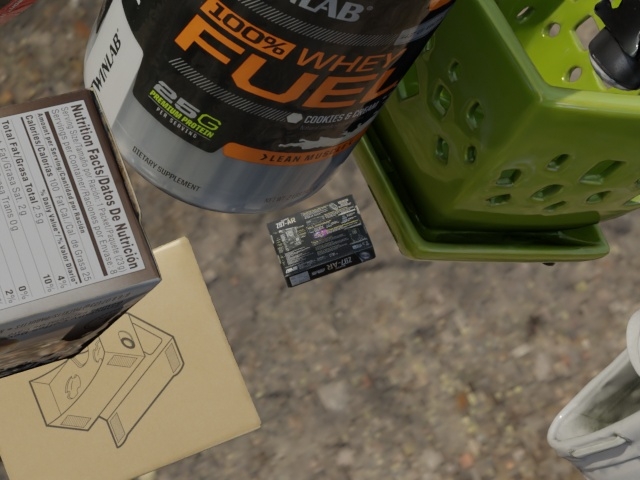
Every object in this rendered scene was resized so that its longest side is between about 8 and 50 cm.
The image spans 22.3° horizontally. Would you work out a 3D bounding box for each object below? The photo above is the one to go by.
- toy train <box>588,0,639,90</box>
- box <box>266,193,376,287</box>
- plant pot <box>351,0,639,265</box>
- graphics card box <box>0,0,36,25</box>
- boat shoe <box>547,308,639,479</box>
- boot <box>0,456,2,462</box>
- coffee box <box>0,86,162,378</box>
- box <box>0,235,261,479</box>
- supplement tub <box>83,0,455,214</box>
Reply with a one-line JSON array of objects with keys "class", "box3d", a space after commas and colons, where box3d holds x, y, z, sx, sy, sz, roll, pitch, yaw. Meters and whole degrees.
[{"class": "toy train", "box3d": [0.190, -0.123, 0.648, 0.105, 0.184, 0.080, 19, 32, -41]}, {"class": "box", "box3d": [0.000, 0.000, 1.442, 0.018, 0.083, 0.067, 73, -3, -50]}, {"class": "plant pot", "box3d": [0.143, -0.108, 1.200, 0.227, 0.207, 0.228, 1, 49, -36]}, {"class": "graphics card box", "box3d": [-0.383, -0.163, 1.072, 0.371, 0.232, 0.094, -12, 79, -55]}, {"class": "boat shoe", "box3d": [0.194, 0.060, 0.813, 0.084, 0.258, 0.095, 28, 46, -2]}, {"class": "boot", "box3d": [-0.320, 0.185, 1.530, 0.112, 0.305, 0.115, 64, 10, 22]}, {"class": "coffee box", "box3d": [-0.214, 0.025, 0.714, 0.246, 0.141, 0.098, -16, 80, -31]}, {"class": "box", "box3d": [-0.169, 0.109, 1.292, 0.201, 0.021, 0.164, -22, 86, -3]}, {"class": "supplement tub", "box3d": [-0.016, -0.171, 0.985, 0.193, 0.316, 0.194, 12, 54, -17]}]
